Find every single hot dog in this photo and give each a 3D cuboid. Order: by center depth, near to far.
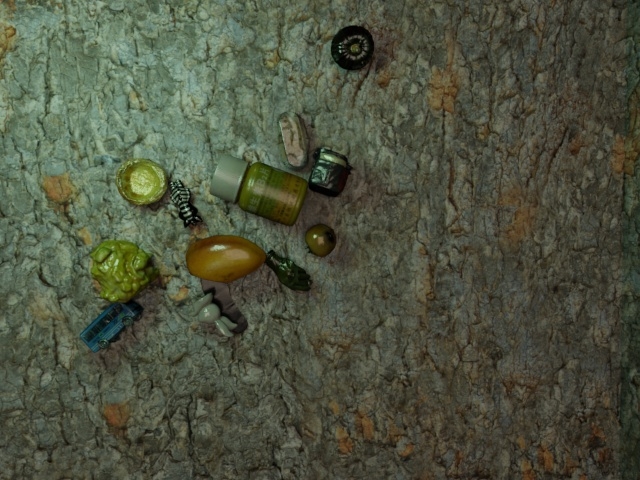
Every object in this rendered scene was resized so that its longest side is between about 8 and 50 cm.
[{"bbox_3d":[-0.120,-0.451,1.820,0.144,0.075,0.268,-8,93,-13],"label":"hot dog"}]

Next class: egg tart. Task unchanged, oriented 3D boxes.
[{"bbox_3d":[-0.762,-0.250,1.721,0.212,0.090,0.213,-1,97,-11],"label":"egg tart"}]

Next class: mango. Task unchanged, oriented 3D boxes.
[{"bbox_3d":[-0.410,0.079,1.744,0.349,0.199,0.201,-6,62,8],"label":"mango"}]

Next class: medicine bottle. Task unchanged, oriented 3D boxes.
[{"bbox_3d":[-0.264,-0.222,1.740,0.384,0.224,0.225,19,92,-10],"label":"medicine bottle"}]

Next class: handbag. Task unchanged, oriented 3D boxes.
[{"bbox_3d":[0.042,-0.298,1.768,0.181,0.254,0.182,18,89,1],"label":"handbag"}]

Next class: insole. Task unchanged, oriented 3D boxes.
[{"bbox_3d":[-0.448,0.278,1.862,0.118,0.009,0.349,-31,99,-4],"label":"insole"}]

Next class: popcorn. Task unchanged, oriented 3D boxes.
[{"bbox_3d":[-0.823,0.112,1.673,0.234,0.242,0.250,-17,110,8],"label":"popcorn"}]

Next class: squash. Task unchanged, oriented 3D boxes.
[{"bbox_3d":[0.143,-0.857,1.789,0.193,0.156,0.194,3,105,13],"label":"squash"}]

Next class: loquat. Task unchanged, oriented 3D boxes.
[{"bbox_3d":[0.000,0.000,1.849,0.163,0.137,0.163,-8,113,-19],"label":"loquat"}]

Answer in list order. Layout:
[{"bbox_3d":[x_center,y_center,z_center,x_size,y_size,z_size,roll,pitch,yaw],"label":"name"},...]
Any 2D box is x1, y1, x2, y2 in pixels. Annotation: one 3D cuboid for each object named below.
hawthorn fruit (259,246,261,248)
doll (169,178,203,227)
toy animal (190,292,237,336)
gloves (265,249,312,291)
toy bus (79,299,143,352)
[{"bbox_3d":[-0.285,0.061,1.823,0.066,0.103,0.067,-5,99,-34],"label":"hawthorn fruit"},{"bbox_3d":[-0.597,-0.159,1.770,0.090,0.067,0.220,-23,93,-4],"label":"doll"},{"bbox_3d":[-0.485,0.352,1.808,0.130,0.104,0.221,-31,99,2],"label":"toy animal"},{"bbox_3d":[-0.150,0.148,1.857,0.268,0.107,0.135,35,120,-13],"label":"gloves"},{"bbox_3d":[-0.899,0.358,1.740,0.246,0.113,0.134,-44,94,-2],"label":"toy bus"}]
